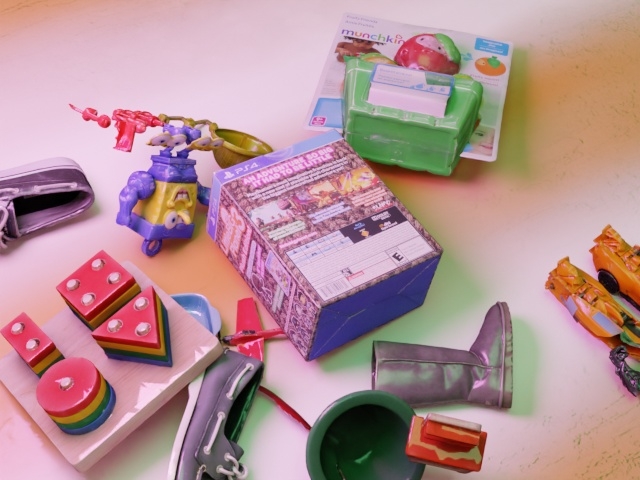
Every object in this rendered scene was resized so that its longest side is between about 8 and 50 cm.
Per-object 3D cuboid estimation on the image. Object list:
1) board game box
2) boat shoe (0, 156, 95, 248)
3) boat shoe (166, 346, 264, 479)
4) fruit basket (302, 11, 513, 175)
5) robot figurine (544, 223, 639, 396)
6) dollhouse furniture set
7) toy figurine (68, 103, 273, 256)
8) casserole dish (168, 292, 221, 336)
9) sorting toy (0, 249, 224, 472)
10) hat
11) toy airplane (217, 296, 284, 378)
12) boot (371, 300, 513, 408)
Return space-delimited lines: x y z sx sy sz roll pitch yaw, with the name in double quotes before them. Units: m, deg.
"board game box" 0.000 0.000 1.627 0.232 0.141 0.291 -23 58 -28
"boat shoe" -0.509 -0.039 1.674 0.306 0.113 0.105 -16 42 -24
"boat shoe" -0.145 0.288 1.452 0.099 0.116 0.319 7 53 3
"fruit basket" 0.164 -0.283 1.844 0.327 0.165 0.353 12 52 6
"robot figurine" 0.496 0.117 1.617 0.211 0.085 0.291 -34 62 -22
"dollhouse furniture set" 0.137 0.361 1.357 0.262 0.135 0.259 12 73 4
"toy figurine" -0.250 -0.085 1.711 0.191 0.217 0.362 20 11 28
"casserole dish" -0.243 0.142 1.601 0.188 0.037 0.114 -9 56 -8
"sorting toy" -0.317 0.150 1.497 0.257 0.089 0.255 -40 48 -17
"hat" 0.034 0.271 1.526 0.173 0.183 0.208 -32 104 -11
"toy airplane" -0.083 0.144 1.610 0.151 0.028 0.151 1 55 -1
"boot" 0.181 0.169 1.586 0.209 0.076 0.189 2 52 7
